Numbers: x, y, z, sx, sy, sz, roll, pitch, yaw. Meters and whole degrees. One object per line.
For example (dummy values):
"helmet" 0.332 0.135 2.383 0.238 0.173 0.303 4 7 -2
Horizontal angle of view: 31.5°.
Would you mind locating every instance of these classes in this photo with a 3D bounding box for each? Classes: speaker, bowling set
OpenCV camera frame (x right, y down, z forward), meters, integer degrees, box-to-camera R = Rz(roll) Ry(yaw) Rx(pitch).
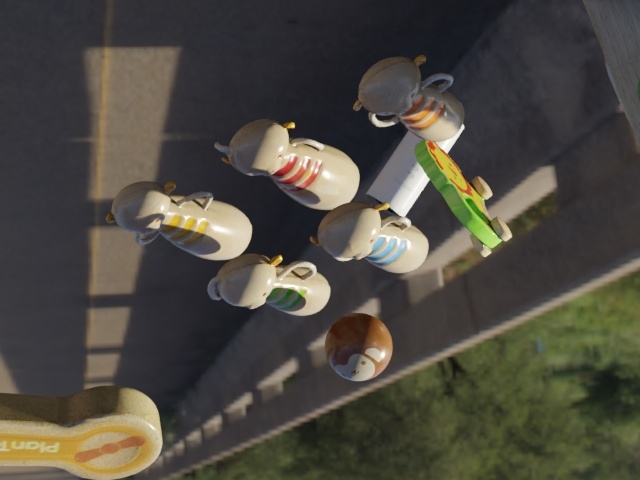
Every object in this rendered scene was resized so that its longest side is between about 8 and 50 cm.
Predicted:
"speaker" 0.112 -0.094 1.348 0.055 0.136 0.055 33 177 2
"bowling set" 0.000 0.000 0.864 0.287 0.200 0.154 -31 157 21

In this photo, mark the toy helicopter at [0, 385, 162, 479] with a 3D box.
"toy helicopter" -0.296 0.150 0.833 0.354 0.140 0.235 6 129 -18

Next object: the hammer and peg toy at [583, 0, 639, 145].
"hammer and peg toy" 0.306 -0.192 0.769 0.266 0.361 0.127 -20 -178 38

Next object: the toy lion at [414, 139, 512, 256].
"toy lion" 0.121 -0.045 1.012 0.034 0.100 0.096 -38 127 18

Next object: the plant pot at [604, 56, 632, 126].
"plant pot" 0.466 -0.209 1.400 0.190 0.284 0.284 -26 160 11
